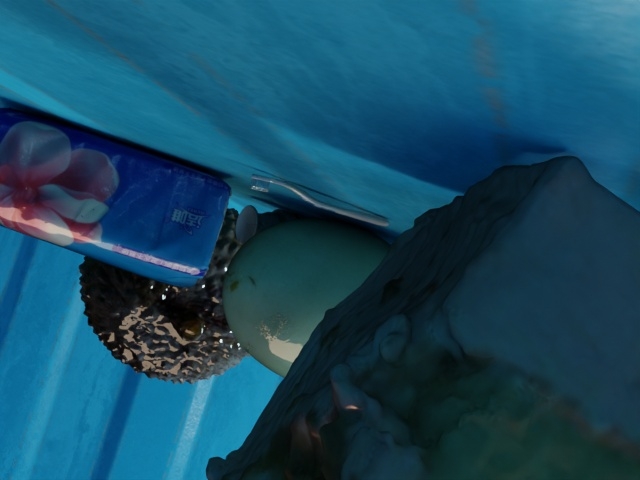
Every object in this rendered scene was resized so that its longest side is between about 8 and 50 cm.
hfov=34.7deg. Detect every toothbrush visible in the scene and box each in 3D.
[{"bbox_3d":[0.002,-0.040,1.018,0.162,0.017,0.014,15,-177,-28],"label":"toothbrush"}]

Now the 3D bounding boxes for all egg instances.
[{"bbox_3d":[0.009,0.078,1.231,0.283,0.203,0.203,15,178,-40],"label":"egg"}]

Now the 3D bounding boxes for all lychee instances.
[{"bbox_3d":[-0.204,0.067,1.505,0.300,0.300,0.300,17,176,1],"label":"lychee"}]

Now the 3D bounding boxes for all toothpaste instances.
[{"bbox_3d":[0.000,0.000,1.350,0.234,0.057,0.089,12,-178,-35],"label":"toothpaste"}]

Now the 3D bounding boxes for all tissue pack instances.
[{"bbox_3d":[-0.252,-0.044,1.161,0.270,0.137,0.209,18,178,-16],"label":"tissue pack"}]

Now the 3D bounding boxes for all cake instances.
[{"bbox_3d":[0.113,0.144,0.612,0.293,0.307,0.314,39,174,-7],"label":"cake"}]
